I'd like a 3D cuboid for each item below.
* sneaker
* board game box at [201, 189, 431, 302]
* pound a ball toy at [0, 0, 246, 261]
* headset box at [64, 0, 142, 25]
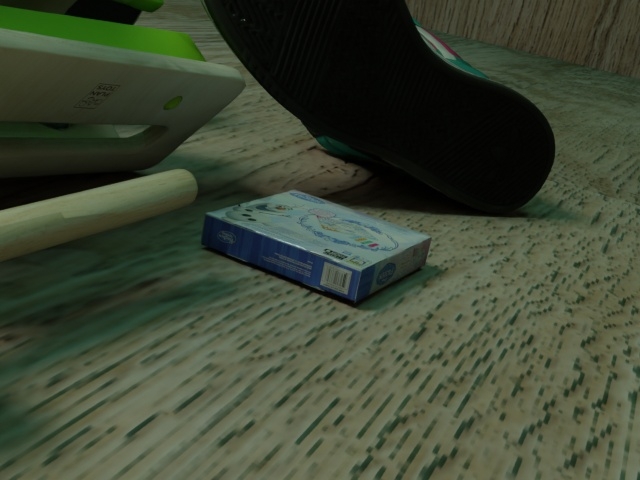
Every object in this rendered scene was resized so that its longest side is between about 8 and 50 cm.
[{"bbox_3d":[0.018,-0.132,0.646,0.295,0.124,0.178,32,3,-33],"label":"sneaker"},{"bbox_3d":[0.000,0.000,0.479,0.090,0.020,0.090,20,20,24],"label":"board game box"},{"bbox_3d":[-0.156,-0.058,0.410,0.208,0.136,0.319,58,22,6],"label":"pound a ball toy"},{"bbox_3d":[-0.284,-0.242,0.650,0.246,0.131,0.283,8,37,-55],"label":"headset box"}]
